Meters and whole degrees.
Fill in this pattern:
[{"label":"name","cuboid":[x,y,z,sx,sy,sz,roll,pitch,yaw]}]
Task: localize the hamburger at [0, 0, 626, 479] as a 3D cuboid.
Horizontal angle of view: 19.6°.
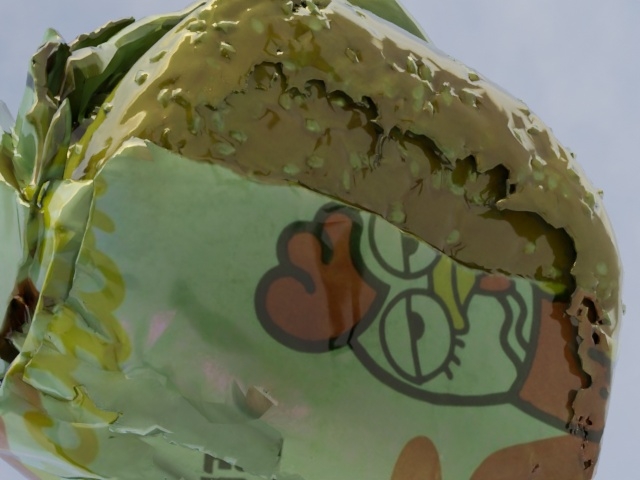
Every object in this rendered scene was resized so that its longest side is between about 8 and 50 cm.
[{"label":"hamburger","cuboid":[0.001,-0.002,0.579,0.214,0.125,0.235,41,-115,-25]}]
